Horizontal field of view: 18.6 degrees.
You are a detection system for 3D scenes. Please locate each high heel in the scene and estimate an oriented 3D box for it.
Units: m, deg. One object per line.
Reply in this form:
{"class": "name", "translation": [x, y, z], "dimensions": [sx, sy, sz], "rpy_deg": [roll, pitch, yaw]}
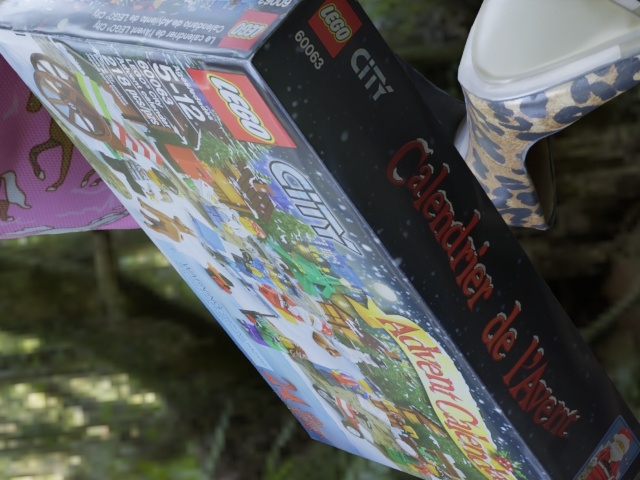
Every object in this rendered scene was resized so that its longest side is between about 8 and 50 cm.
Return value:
{"class": "high heel", "translation": [0.145, -0.068, 1.118], "dimensions": [0.186, 0.261, 0.093], "rpy_deg": [37, -113, -32]}

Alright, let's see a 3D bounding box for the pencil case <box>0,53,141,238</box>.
{"class": "pencil case", "translation": [-0.147, -0.079, 1.020], "dimensions": [0.386, 0.167, 0.160], "rpy_deg": [-3, -90, -45]}

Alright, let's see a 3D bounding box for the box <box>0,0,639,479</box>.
{"class": "box", "translation": [0.000, 0.000, 0.684], "dimensions": [0.044, 0.159, 0.233], "rpy_deg": [-50, -55, -20]}
